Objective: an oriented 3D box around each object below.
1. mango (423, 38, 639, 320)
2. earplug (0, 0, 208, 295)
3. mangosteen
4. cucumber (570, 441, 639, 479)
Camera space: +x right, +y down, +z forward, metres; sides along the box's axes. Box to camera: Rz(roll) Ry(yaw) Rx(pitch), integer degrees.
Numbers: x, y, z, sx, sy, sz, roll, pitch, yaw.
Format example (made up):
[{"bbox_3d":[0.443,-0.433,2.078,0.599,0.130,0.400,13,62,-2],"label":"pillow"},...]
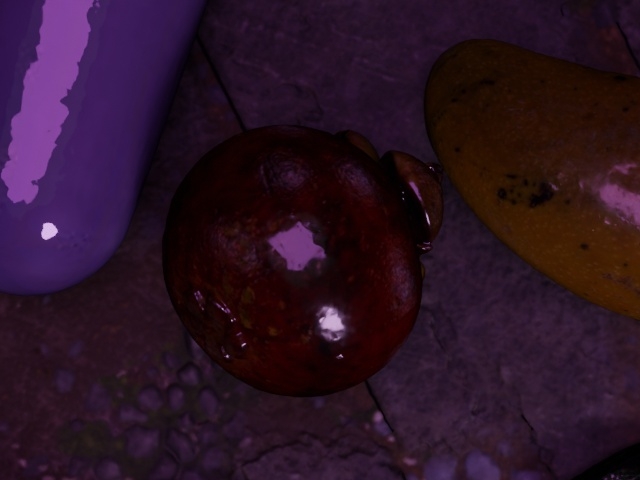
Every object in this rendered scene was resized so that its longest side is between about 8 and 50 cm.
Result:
[{"bbox_3d":[0.229,-0.049,1.272,0.330,0.176,0.175,26,125,1],"label":"mango"},{"bbox_3d":[-0.194,-0.179,1.277,0.215,0.215,0.455,15,87,2],"label":"earplug"},{"bbox_3d":[0.000,0.000,1.259,0.215,0.215,0.257,48,54,6],"label":"mangosteen"},{"bbox_3d":[0.236,0.195,1.303,0.135,0.034,0.033,-28,79,-3],"label":"cucumber"}]
